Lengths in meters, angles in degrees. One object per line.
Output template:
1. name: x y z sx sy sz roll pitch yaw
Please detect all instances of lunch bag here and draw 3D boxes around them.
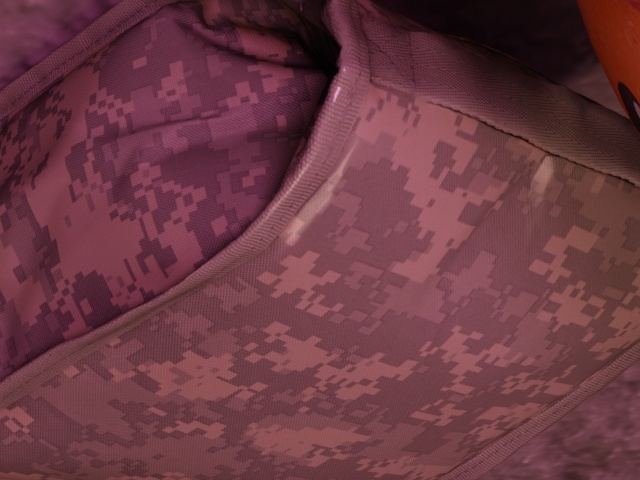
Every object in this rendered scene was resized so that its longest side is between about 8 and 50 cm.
1. lunch bag: 0.000 0.000 0.767 0.235 0.169 0.287 21 143 -39

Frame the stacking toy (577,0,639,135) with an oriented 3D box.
1. stacking toy: 0.073 -0.203 0.401 0.480 0.350 0.350 32 133 -24
